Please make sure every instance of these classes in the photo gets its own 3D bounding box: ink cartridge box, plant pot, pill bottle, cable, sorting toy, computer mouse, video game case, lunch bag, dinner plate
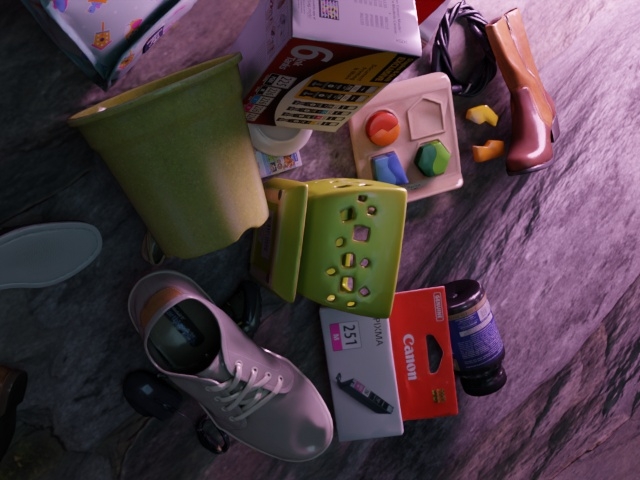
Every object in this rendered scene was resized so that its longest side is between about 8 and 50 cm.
[{"bbox_3d":[0.134,0.236,1.447,0.239,0.060,0.274,-7,102,4],"label":"ink cartridge box"},{"bbox_3d":[0.000,0.000,1.314,0.207,0.227,0.228,6,96,-20],"label":"plant pot"},{"bbox_3d":[0.300,0.198,1.534,0.123,0.123,0.219,-28,108,-19],"label":"pill bottle"},{"bbox_3d":[0.285,-0.374,1.482,0.151,0.047,0.184,-1,98,-25],"label":"cable"},{"bbox_3d":[0.209,-0.197,1.448,0.307,0.041,0.228,-16,107,-13],"label":"sorting toy"},{"bbox_3d":[-0.248,0.309,1.341,0.242,0.041,0.071,41,79,-25],"label":"computer mouse"},{"bbox_3d":[-0.098,-0.159,1.356,0.122,0.011,0.087,-20,105,-21],"label":"video game case"},{"bbox_3d":[0.023,-0.290,1.210,0.272,0.309,0.130,2,76,-22],"label":"ink cartridge box"},{"bbox_3d":[-0.205,-0.119,1.167,0.276,0.276,0.253,-27,109,-19],"label":"plant pot"},{"bbox_3d":[-0.304,-0.361,1.124,0.223,0.160,0.262,-50,156,-10],"label":"lunch bag"},{"bbox_3d":[-0.075,-0.220,1.345,0.141,0.017,0.141,1,88,-22],"label":"dinner plate"}]

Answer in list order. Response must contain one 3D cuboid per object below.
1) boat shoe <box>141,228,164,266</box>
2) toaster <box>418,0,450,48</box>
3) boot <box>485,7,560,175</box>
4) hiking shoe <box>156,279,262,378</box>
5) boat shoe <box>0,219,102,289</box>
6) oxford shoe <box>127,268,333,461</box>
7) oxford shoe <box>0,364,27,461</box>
[{"bbox_3d":[-0.267,-0.034,1.275,0.056,0.048,0.152,12,92,-26],"label":"boat shoe"},{"bbox_3d":[0.148,-0.425,1.335,0.110,0.186,0.168,27,85,-18],"label":"toaster"},{"bbox_3d":[0.382,-0.287,1.460,0.264,0.096,0.280,-46,121,-43],"label":"boot"},{"bbox_3d":[-0.188,0.161,1.321,0.114,0.086,0.226,31,85,-29],"label":"hiking shoe"},{"bbox_3d":[-0.490,0.025,1.156,0.303,0.091,0.114,-16,124,-24],"label":"boat shoe"},{"bbox_3d":[-0.141,0.229,1.250,0.169,0.130,0.449,-43,112,-3],"label":"oxford shoe"},{"bbox_3d":[-0.530,0.294,1.203,0.076,0.076,0.212,18,93,4],"label":"oxford shoe"}]
